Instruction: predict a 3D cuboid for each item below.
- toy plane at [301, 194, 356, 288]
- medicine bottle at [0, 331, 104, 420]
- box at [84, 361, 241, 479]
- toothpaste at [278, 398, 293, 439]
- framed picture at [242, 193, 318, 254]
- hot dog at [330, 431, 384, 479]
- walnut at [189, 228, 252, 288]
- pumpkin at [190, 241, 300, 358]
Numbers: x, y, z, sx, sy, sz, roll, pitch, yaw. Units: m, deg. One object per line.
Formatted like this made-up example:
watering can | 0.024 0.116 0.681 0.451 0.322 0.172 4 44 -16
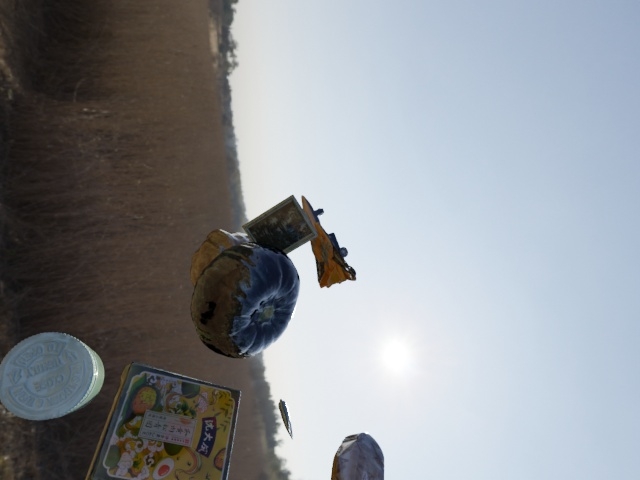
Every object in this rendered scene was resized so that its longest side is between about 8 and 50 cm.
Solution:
toy plane | 0.010 -0.003 1.457 0.204 0.102 0.317 -23 -99 54
medicine bottle | -0.549 0.288 0.934 0.318 0.157 0.158 139 -54 -62
box | -0.496 0.640 1.458 0.138 0.419 0.373 -54 -157 39
toothpaste | -0.138 0.695 1.748 0.197 0.034 0.057 -127 -160 -63
framed picture | -0.117 -0.028 1.283 0.142 0.183 0.011 58 12 -9
hot dog | 0.085 0.548 1.008 0.075 0.144 0.268 -49 180 22
walnut | -0.336 0.094 1.635 0.285 0.296 0.285 38 -33 30
pumpkin | -0.207 0.154 1.191 0.238 0.315 0.316 24 -52 34
